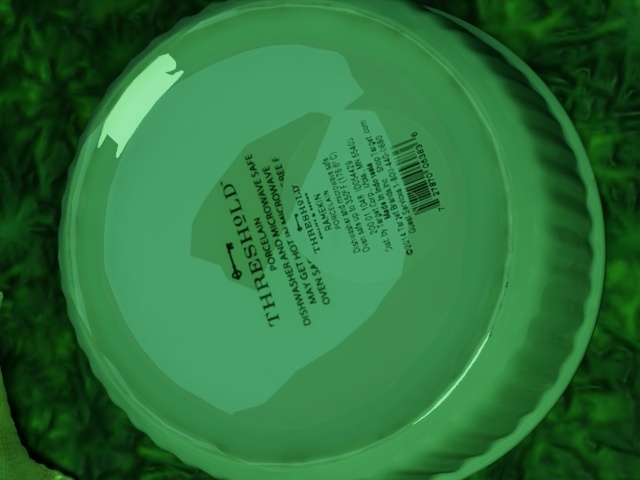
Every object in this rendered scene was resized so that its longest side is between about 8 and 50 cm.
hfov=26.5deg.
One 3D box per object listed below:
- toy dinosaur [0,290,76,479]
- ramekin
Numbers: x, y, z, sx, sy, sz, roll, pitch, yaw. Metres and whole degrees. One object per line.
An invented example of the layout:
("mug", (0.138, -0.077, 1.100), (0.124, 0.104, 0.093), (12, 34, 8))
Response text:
("toy dinosaur", (-0.143, 0.120, 0.585), (0.092, 0.053, 0.183), (-16, 89, -1))
("ramekin", (0.000, 0.000, 0.514), (0.207, 0.109, 0.207), (-1, 85, 16))
